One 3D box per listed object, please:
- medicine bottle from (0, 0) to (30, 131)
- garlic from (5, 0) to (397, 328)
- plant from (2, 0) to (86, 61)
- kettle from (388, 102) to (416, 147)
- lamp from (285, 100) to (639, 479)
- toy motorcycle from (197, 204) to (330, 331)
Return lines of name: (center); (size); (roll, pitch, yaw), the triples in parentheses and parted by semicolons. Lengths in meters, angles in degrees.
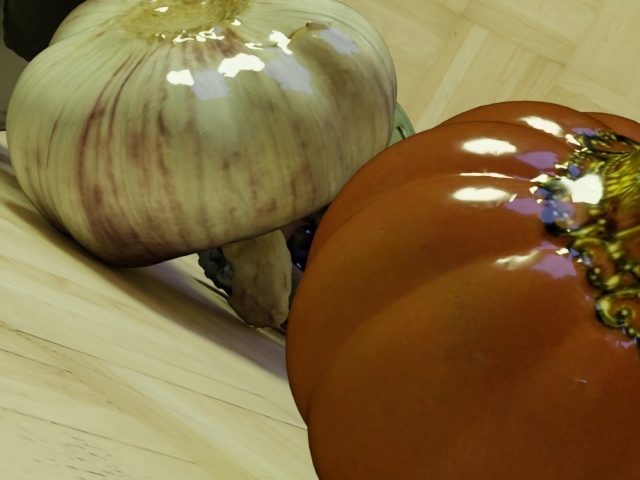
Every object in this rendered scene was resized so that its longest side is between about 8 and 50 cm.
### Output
medicine bottle: (-0.288, -0.180, 1.424); (0.165, 0.165, 0.273); (31, 2, 19)
garlic: (-0.064, -0.038, 1.229); (0.245, 0.245, 0.253); (32, -38, 49)
plant: (-0.139, -0.199, 1.323); (0.164, 0.142, 0.256); (-6, -31, -10)
kettle: (-0.081, -0.069, 1.803); (0.205, 0.265, 0.318); (64, -11, -21)
lamp: (0.094, 0.050, 0.726); (0.223, 0.196, 0.223); (20, 44, -20)
toy motorcycle: (0.000, 0.000, 1.367); (0.118, 0.084, 0.212); (45, -43, -6)
